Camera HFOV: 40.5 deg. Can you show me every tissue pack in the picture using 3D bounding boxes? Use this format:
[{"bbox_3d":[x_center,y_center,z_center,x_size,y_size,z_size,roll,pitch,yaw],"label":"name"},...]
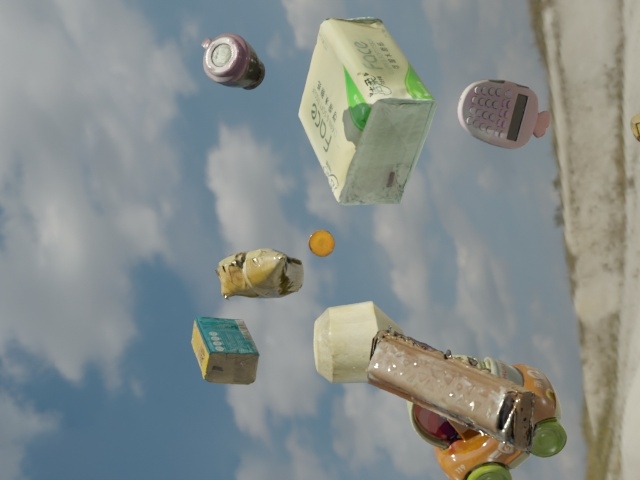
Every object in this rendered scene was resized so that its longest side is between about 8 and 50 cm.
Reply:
[{"bbox_3d":[-0.211,0.240,1.901,0.169,0.120,0.082,-129,48,-61],"label":"tissue pack"},{"bbox_3d":[0.106,-0.336,2.240,0.404,0.205,0.331,-112,29,-45],"label":"tissue pack"}]

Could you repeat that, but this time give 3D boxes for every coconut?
[{"bbox_3d":[0.094,0.250,2.118,0.202,0.222,0.202,-3,-90,-90],"label":"coconut"}]

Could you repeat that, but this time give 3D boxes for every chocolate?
[{"bbox_3d":[0.169,0.206,1.226,0.065,0.329,0.102,3,-82,-35],"label":"chocolate"}]

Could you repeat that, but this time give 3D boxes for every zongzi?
[{"bbox_3d":[-0.079,0.057,1.707,0.195,0.197,0.099,1,-105,-46],"label":"zongzi"}]

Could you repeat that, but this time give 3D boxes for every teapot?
[{"bbox_3d":[-0.202,-0.399,1.980,0.146,0.148,0.116,19,-100,-64],"label":"teapot"}]

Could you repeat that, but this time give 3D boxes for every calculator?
[{"bbox_3d":[0.290,-0.198,1.366,0.024,0.166,0.103,-152,75,-68],"label":"calculator"}]

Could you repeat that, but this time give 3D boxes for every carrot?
[{"bbox_3d":[0.000,0.000,1.918,0.224,0.057,0.057,-113,8,-86],"label":"carrot"}]

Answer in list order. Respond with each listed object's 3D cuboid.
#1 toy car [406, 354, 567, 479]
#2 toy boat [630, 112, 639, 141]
[{"bbox_3d":[0.244,0.265,1.356,0.145,0.235,0.235,-98,-13,-65],"label":"toy car"},{"bbox_3d":[0.738,-0.261,1.994,0.149,0.047,0.048,-41,-63,-61],"label":"toy boat"}]
